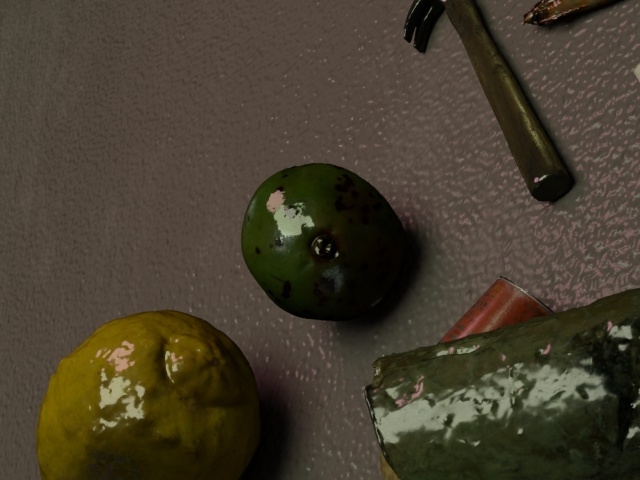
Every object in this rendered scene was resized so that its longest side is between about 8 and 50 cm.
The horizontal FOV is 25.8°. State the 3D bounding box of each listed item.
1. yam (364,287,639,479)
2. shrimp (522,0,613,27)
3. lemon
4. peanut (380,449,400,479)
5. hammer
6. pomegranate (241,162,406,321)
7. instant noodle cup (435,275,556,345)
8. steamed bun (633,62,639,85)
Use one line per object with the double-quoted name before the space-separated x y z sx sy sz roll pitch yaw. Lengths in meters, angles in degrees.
"yam" 0.209 0.161 1.279 0.300 0.195 0.195 -16 52 17
"shrimp" 0.315 -0.321 1.657 0.178 0.034 0.124 -21 49 40
"lemon" -0.217 0.230 1.745 0.316 0.285 0.285 134 152 -68
"peanut" 0.123 0.251 1.459 0.104 0.085 0.228 -43 37 8
"hammer" 0.211 -0.206 1.696 0.168 0.044 0.440 -43 39 22
"pomegranate" 0.000 0.000 1.715 0.202 0.202 0.248 -57 5 5
"instant noodle cup" 0.182 0.116 1.459 0.136 0.127 0.127 -53 35 -3
"steamed bun" 0.410 -0.099 1.275 0.146 0.164 0.242 -44 37 20
